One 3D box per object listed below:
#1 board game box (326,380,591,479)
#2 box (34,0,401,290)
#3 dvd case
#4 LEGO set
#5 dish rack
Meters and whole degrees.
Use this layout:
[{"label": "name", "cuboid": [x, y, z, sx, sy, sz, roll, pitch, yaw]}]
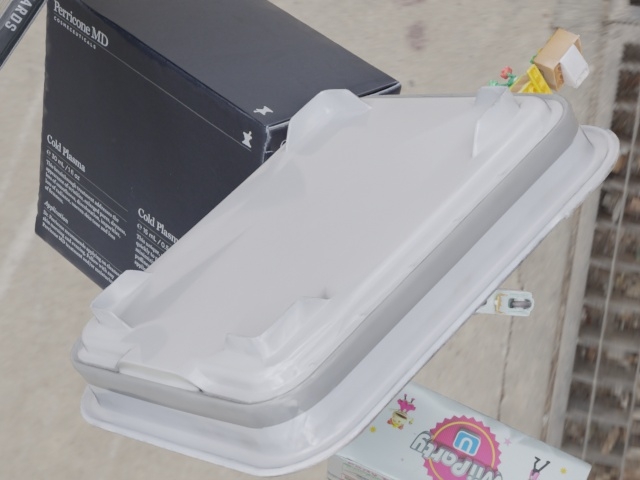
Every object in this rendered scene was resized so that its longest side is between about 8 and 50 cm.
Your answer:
[{"label": "board game box", "cuboid": [0.121, 0.233, 1.544, 0.224, 0.303, 0.097, 25, 76, 6]}, {"label": "box", "cuboid": [-0.116, -0.078, 1.614, 0.343, 0.179, 0.312, 36, 133, 33]}, {"label": "dvd case", "cuboid": [-0.260, -0.227, 1.435, 0.029, 0.179, 0.238, 34, 85, -17]}, {"label": "LEGO set", "cuboid": [0.156, -0.073, 1.529, 0.107, 0.132, 0.287, 8, 85, 56]}, {"label": "dish rack", "cuboid": [0.000, 0.000, 1.025, 0.285, 0.333, 0.072, 7, 135, 52]}]
